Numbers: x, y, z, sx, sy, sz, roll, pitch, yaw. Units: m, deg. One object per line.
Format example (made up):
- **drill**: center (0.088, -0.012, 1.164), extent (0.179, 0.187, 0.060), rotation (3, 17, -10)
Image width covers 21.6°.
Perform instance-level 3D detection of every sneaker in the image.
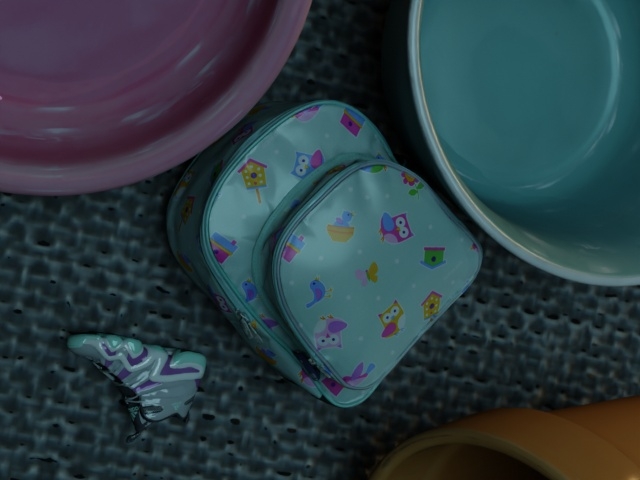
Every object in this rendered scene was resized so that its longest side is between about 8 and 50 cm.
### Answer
- **sneaker**: center (-0.126, 0.099, 1.114), extent (0.098, 0.038, 0.069), rotation (14, 85, -23)

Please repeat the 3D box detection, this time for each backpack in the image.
- **backpack**: center (0.000, 0.000, 1.112), extent (0.166, 0.144, 0.188), rotation (-46, 105, -10)

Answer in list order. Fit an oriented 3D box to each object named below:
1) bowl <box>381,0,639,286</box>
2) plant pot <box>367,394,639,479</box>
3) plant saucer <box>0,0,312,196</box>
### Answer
- **bowl**: center (0.167, -0.125, 1.168), extent (0.311, 0.163, 0.311), rotation (0, 91, -23)
- **plant pot**: center (0.193, 0.229, 1.141), extent (0.203, 0.291, 0.291), rotation (-22, 100, -38)
- **plant saucer**: center (-0.166, -0.194, 1.012), extent (0.332, 0.084, 0.332), rotation (-1, 111, -3)
